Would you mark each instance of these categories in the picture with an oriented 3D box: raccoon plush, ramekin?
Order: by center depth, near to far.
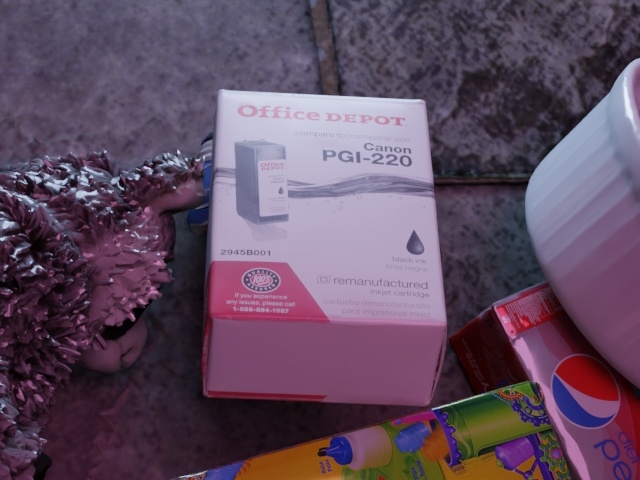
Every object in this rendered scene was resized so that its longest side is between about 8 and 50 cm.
[{"bbox_3d":[-0.230,-0.027,0.914,0.216,0.446,0.299,18,60,23],"label":"raccoon plush"},{"bbox_3d":[0.290,0.003,1.152,0.277,0.135,0.277,32,35,-25],"label":"ramekin"}]

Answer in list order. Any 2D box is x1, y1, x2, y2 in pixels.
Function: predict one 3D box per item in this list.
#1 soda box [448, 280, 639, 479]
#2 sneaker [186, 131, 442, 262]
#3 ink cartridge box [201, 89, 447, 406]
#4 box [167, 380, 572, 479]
[{"bbox_3d":[0.205,0.165,1.137,0.083,0.092,0.263,-20,77,-25],"label":"soda box"},{"bbox_3d":[-0.007,-0.009,1.151,0.211,0.080,0.081,22,70,1],"label":"sneaker"},{"bbox_3d":[0.000,0.000,1.016,0.158,0.092,0.218,3,46,-5],"label":"ink cartridge box"},{"bbox_3d":[0.043,0.282,0.990,0.279,0.177,0.290,-12,74,-22],"label":"box"}]
